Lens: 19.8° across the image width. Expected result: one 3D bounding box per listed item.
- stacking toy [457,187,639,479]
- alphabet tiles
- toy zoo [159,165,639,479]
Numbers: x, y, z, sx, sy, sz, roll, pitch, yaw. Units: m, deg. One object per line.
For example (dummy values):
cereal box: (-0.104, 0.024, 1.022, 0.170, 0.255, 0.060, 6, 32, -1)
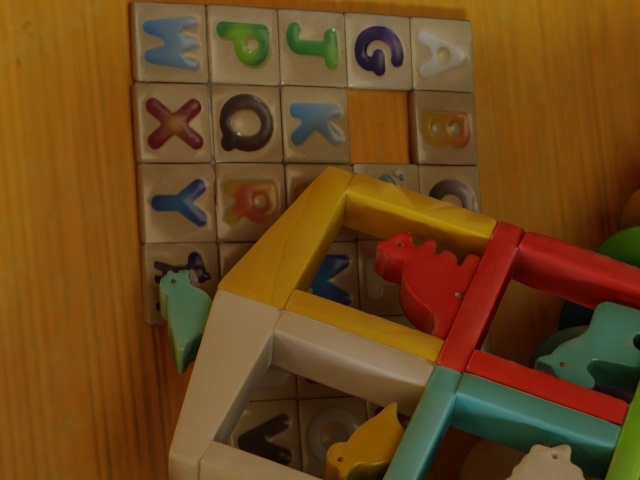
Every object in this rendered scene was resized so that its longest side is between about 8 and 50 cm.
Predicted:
stacking toy: (0.199, 0.023, 0.975, 0.141, 0.141, 0.330, 38, 64, -21)
alphabet tiles: (0.000, 0.000, 0.931, 0.198, 0.009, 0.237, -1, 85, -30)
toy zoo: (0.061, 0.067, 0.840, 0.293, 0.030, 0.192, 19, 50, 12)
